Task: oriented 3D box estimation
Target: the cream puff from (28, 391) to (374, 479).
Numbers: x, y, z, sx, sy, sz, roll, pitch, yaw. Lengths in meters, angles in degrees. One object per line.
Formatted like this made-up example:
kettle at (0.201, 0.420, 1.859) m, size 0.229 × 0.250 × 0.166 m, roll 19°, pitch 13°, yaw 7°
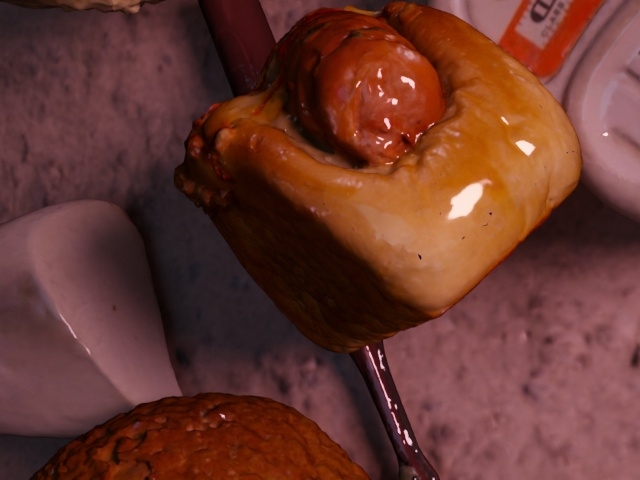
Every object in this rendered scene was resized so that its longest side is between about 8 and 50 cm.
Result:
cream puff at (-0.090, 0.245, 0.808) m, size 0.303 × 0.212 × 0.303 m, roll 6°, pitch 101°, yaw 33°

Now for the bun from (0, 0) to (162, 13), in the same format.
bun at (-0.116, -0.314, 0.812) m, size 0.364 × 0.202 × 0.364 m, roll 4°, pitch 99°, yaw 28°

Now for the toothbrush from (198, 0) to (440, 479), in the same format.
toothbrush at (0.001, 0.000, 0.844) m, size 0.041 × 0.041 × 0.363 m, roll -28°, pitch 77°, yaw 30°

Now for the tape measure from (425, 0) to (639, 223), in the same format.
tape measure at (0.192, -0.148, 0.660) m, size 0.265 × 0.130 × 0.258 m, roll 44°, pitch 118°, yaw 35°

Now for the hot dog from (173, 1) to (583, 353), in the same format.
hot dog at (0.018, -0.036, 0.696) m, size 0.150 × 0.257 × 0.153 m, roll -41°, pitch 90°, yaw -15°

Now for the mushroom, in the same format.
mushroom at (-0.291, 0.104, 0.985) m, size 0.397 × 0.126 × 0.177 m, roll -18°, pitch 90°, yaw 28°
